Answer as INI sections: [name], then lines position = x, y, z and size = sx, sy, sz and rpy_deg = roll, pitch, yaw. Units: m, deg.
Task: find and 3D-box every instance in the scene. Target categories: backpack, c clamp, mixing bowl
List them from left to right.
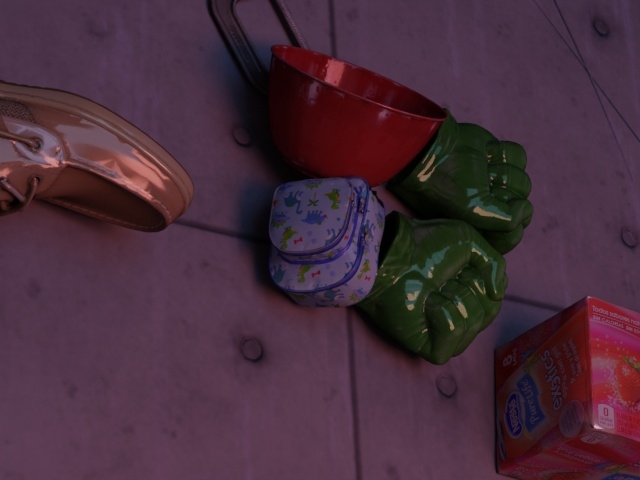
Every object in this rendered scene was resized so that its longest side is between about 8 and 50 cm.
[c clamp]
position = -0.043, -0.217, 1.763
size = 0.137, 0.022, 0.160
rpy_deg = -14, 75, -40
[backpack]
position = 0.000, 0.000, 1.626
size = 0.084, 0.105, 0.114
rpy_deg = 44, 47, -57
[mixing bowl]
position = 0.021, -0.109, 1.682
size = 0.181, 0.098, 0.181
rpy_deg = 20, 15, -5

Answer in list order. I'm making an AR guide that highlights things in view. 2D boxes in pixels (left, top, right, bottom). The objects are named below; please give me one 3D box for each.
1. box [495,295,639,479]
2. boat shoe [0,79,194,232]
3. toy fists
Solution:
[box]
position = 0.336, 0.181, 1.750
size = 0.300, 0.154, 0.142
rpy_deg = 18, 57, -27
[boat shoe]
position = -0.274, -0.070, 1.466
size = 0.341, 0.121, 0.110
rpy_deg = 22, 60, -13
[toy fists]
position = 0.133, -0.005, 1.735
size = 0.142, 0.096, 0.279
rpy_deg = 37, 49, -16
